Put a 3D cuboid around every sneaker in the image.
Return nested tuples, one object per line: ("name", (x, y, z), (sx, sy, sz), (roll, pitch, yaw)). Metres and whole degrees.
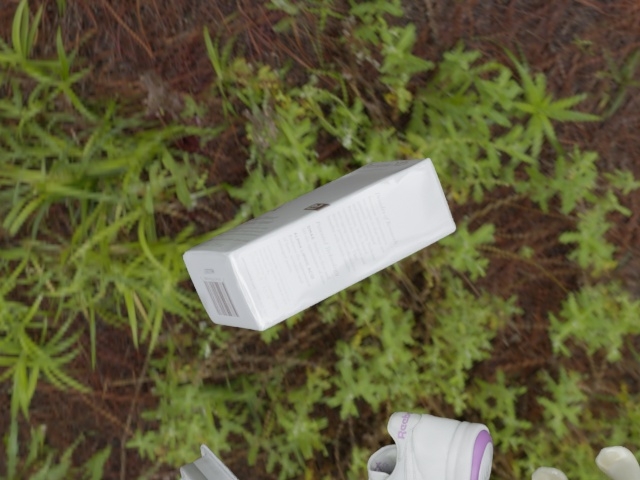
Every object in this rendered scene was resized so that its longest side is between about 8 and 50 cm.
("sneaker", (0.135, 0.335, 1.592), (0.152, 0.114, 0.305), (15, 126, 17))

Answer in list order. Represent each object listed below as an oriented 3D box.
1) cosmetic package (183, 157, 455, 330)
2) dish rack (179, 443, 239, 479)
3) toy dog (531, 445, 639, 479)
("cosmetic package", (0.000, 0.000, 1.182), (0.231, 0.117, 0.085), (-28, 103, -26))
("dish rack", (-0.088, 0.435, 1.520), (0.072, 0.285, 0.333), (-22, 106, -16))
("toy dog", (0.448, 0.490, 1.803), (0.284, 0.408, 0.395), (-41, 75, 30))
